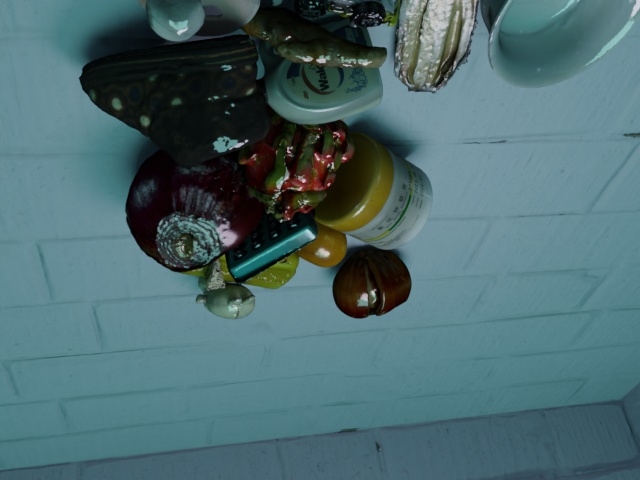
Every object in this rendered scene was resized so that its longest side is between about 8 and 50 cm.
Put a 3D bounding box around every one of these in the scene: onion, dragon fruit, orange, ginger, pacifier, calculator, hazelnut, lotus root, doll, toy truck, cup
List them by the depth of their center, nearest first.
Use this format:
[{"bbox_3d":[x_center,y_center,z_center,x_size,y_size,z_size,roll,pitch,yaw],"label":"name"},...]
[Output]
[{"bbox_3d":[-0.226,-0.464,1.294,0.220,0.273,0.332,-25,151,-17],"label":"pacifier"},{"bbox_3d":[-0.041,-0.376,1.428,0.166,0.333,0.080,-21,134,-35],"label":"ginger"},{"bbox_3d":[0.018,-0.473,1.430,0.286,0.136,0.111,7,171,-19],"label":"toy truck"},{"bbox_3d":[0.456,-0.484,1.496,0.347,0.163,0.347,-15,146,-10],"label":"cup"},{"bbox_3d":[0.240,-0.445,1.593,0.167,0.078,0.329,11,145,1],"label":"lotus root"},{"bbox_3d":[-0.056,-0.193,1.672,0.237,0.303,0.231,3,153,39],"label":"dragon fruit"},{"bbox_3d":[-0.312,-0.092,1.761,0.336,0.282,0.260,-19,127,27],"label":"onion"},{"bbox_3d":[-0.130,-0.042,1.815,0.248,0.274,0.058,-30,127,16],"label":"calculator"},{"bbox_3d":[0.000,0.000,2.102,0.159,0.159,0.136,30,86,-45],"label":"orange"},{"bbox_3d":[-0.265,0.173,2.185,0.155,0.113,0.275,1,-171,-27],"label":"doll"},{"bbox_3d":[0.154,0.127,2.308,0.251,0.217,0.217,-10,148,-21],"label":"hazelnut"}]

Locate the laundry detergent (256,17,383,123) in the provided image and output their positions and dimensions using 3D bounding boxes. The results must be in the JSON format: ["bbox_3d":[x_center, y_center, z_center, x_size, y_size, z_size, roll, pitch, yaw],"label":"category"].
[{"bbox_3d":[-0.030,-0.338,1.541,0.280,0.215,0.105,-12,166,-4],"label":"laundry detergent"}]

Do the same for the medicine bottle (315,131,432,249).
[{"bbox_3d":[0.122,-0.117,1.882,0.238,0.238,0.232,-35,141,31],"label":"medicine bottle"}]

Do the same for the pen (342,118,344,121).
[{"bbox_3d":[0.047,-0.336,1.715,0.032,0.040,0.233,5,145,-1],"label":"pen"}]

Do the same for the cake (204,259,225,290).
[{"bbox_3d":[-0.271,0.078,2.012,0.055,0.051,0.140,1,143,-19],"label":"cake"}]

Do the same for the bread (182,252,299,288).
[{"bbox_3d":[-0.239,0.038,2.112,0.383,0.112,0.166,12,137,-32],"label":"bread"}]

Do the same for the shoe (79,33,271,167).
[{"bbox_3d":[-0.280,-0.259,1.479,0.384,0.171,0.237,-2,107,23],"label":"shoe"}]
